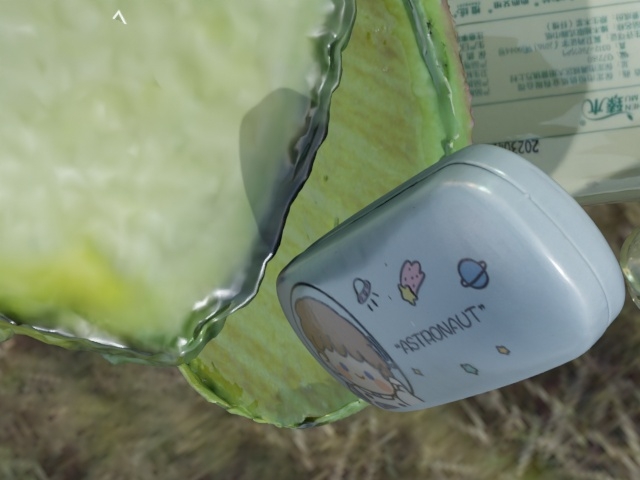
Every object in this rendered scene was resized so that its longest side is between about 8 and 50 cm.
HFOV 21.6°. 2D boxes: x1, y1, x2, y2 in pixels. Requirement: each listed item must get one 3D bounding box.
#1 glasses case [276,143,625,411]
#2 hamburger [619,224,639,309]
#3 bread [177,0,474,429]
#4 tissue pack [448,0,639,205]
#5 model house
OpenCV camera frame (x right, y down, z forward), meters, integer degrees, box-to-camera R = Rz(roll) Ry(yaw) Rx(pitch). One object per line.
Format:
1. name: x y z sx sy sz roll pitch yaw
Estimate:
1. glasses case: 0.036 0.017 0.543 0.067 0.045 0.178 49 157 -4
2. hamburger: 0.241 0.027 1.086 0.121 0.084 0.054 57 163 38
3. bread: -0.025 -0.047 0.830 0.301 0.045 0.301 14 108 51
4. tissue pack: 0.155 -0.163 1.573 0.380 0.207 0.297 -4 93 10
5. model house: -0.109 -0.054 0.657 0.211 0.170 0.194 -10 67 67
